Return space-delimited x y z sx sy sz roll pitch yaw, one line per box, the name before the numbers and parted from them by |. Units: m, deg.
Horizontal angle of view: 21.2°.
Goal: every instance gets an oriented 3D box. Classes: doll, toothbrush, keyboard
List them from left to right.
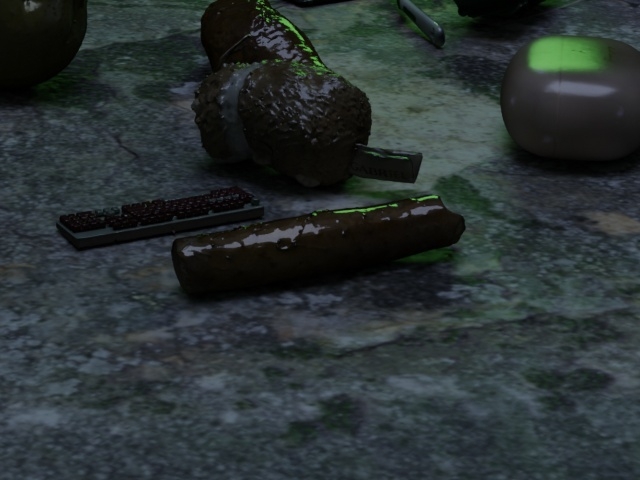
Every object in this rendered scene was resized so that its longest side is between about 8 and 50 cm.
keyboard | -0.130 -0.021 1.404 0.166 0.017 0.055 -11 25 -26
doll | -0.017 -0.099 1.497 0.221 0.114 0.105 25 21 32
toothbrush | 0.101 -0.289 2.034 0.030 0.030 0.304 -5 26 -14

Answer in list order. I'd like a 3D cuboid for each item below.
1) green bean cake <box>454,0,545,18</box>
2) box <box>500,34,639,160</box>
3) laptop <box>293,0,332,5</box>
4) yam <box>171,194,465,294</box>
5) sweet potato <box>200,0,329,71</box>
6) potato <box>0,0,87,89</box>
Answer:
green bean cake | 0.214 -0.323 2.012 0.107 0.193 0.208 -11 42 20
box | 0.242 -0.136 1.606 0.146 0.088 0.200 6 22 7
laptop | 0.016 -0.325 2.154 0.180 0.016 0.129 -13 26 -31
yam | 0.000 0.000 1.312 0.241 0.056 0.057 -9 24 -22
sweet potato | -0.063 -0.198 1.741 0.114 0.092 0.341 11 19 -22
potato | -0.333 -0.226 1.726 0.194 0.157 0.157 4 22 11
